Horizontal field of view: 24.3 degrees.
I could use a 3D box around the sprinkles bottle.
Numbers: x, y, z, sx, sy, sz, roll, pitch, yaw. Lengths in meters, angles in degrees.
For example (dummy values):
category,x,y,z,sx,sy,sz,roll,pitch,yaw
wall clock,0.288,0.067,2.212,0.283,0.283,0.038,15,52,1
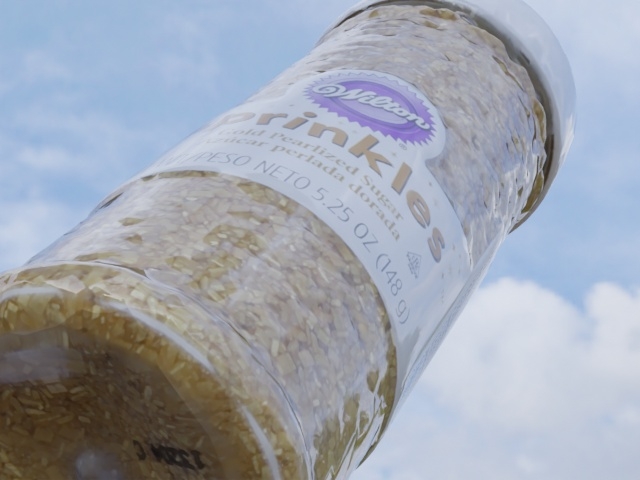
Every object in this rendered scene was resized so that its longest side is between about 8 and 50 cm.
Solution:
category,x,y,z,sx,sy,sz,roll,pitch,yaw
sprinkles bottle,0.000,0.000,0.536,0.121,0.355,0.121,8,-65,18
